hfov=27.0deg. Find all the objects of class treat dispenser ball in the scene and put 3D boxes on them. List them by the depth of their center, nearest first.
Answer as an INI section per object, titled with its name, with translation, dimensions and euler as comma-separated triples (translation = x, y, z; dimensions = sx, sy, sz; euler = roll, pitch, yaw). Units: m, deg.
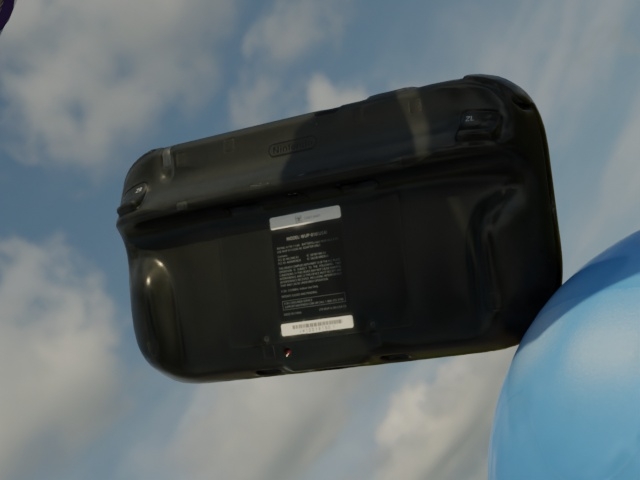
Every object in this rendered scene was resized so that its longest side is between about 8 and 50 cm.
[treat dispenser ball]
translation = 0.232, 0.124, 0.701
dimensions = 0.288, 0.288, 0.288
euler = -43, -20, -20

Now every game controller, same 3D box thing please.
[game controller]
translation = 0.000, 0.000, 0.856
dimensions = 0.319, 0.167, 0.067
euler = -10, 2, 32

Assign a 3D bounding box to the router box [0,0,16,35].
[router box]
translation = -0.266, -0.077, 0.312
dimensions = 0.243, 0.309, 0.081
euler = -55, 7, -33
